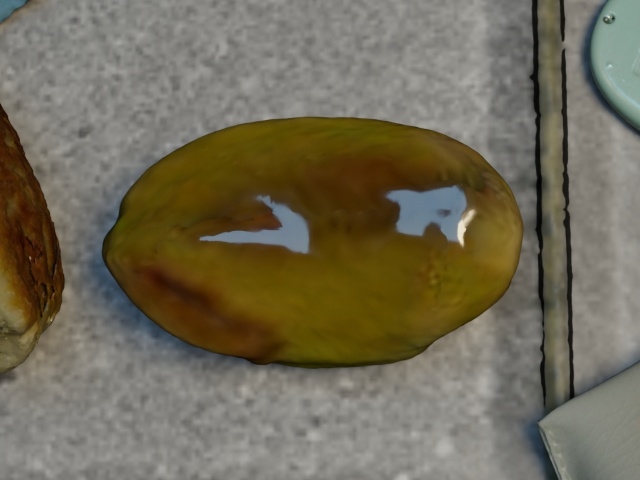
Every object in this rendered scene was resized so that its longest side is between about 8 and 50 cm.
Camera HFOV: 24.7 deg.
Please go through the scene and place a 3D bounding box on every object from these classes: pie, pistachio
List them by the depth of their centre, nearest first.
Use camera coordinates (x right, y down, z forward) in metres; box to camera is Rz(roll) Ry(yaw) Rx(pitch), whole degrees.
[{"bbox_3d":[-0.173,-0.032,0.653,0.079,0.163,0.193,-22,88,-7],"label":"pie"},{"bbox_3d":[-0.001,-0.002,0.655,0.189,0.100,0.110,-7,54,15],"label":"pistachio"}]

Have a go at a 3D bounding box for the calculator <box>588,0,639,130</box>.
[{"bbox_3d":[0.201,-0.077,0.680,0.153,0.021,0.095,23,81,15],"label":"calculator"}]

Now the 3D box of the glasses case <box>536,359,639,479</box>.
[{"bbox_3d":[0.239,0.046,0.614,0.308,0.083,0.128,-36,76,-2],"label":"glasses case"}]

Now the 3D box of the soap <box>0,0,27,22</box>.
[{"bbox_3d":[-0.244,-0.228,0.746,0.293,0.077,0.156,38,84,14],"label":"soap"}]
